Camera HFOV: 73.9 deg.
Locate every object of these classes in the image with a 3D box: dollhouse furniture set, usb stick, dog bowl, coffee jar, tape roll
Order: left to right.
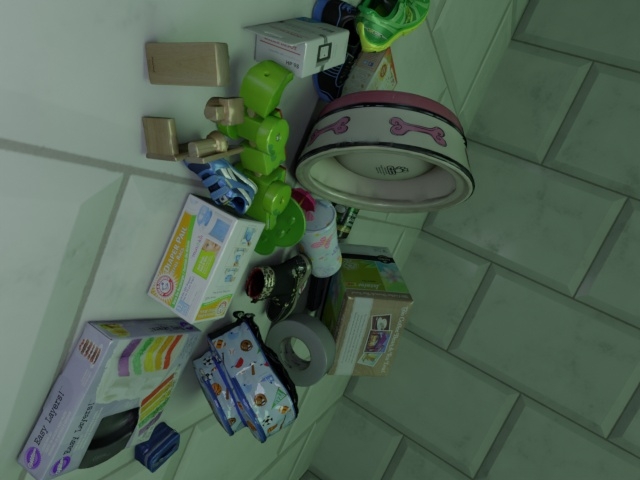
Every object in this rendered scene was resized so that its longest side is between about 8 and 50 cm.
[{"bbox_3d":[-0.161,-0.198,0.609,0.123,0.144,0.151,-39,134,-56],"label":"dollhouse furniture set"},{"bbox_3d":[-0.063,0.342,1.338,0.072,0.219,0.219,-24,137,-60],"label":"tape roll"},{"bbox_3d":[-0.006,0.131,1.463,0.077,0.045,0.278,-43,151,-46],"label":"usb stick"},{"bbox_3d":[0.076,-0.093,1.343,0.185,0.079,0.096,-66,159,9],"label":"coffee jar"},{"bbox_3d":[0.149,-0.194,0.994,0.408,0.407,0.151,44,53,-68],"label":"dog bowl"}]

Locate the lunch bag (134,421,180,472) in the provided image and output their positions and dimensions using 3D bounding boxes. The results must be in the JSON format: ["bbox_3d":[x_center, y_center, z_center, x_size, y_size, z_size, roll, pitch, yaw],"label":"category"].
[{"bbox_3d":[-0.372,0.481,0.991,0.098,0.065,0.067,-35,146,-50],"label":"lunch bag"}]

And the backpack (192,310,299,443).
[{"bbox_3d":[-0.172,0.350,1.032,0.213,0.263,0.277,-37,151,-18],"label":"backpack"}]

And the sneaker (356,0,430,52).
[{"bbox_3d":[0.176,-0.549,0.992,0.296,0.109,0.124,-51,160,-28],"label":"sneaker"}]

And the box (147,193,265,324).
[{"bbox_3d":[-0.207,0.034,0.778,0.203,0.114,0.103,-66,160,6],"label":"box"}]

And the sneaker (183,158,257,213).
[{"bbox_3d":[-0.168,-0.097,0.721,0.144,0.053,0.059,32,57,-37],"label":"sneaker"}]

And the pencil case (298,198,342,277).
[{"bbox_3d":[0.000,0.000,1.220,0.124,0.113,0.273,-33,150,-12],"label":"pencil case"}]

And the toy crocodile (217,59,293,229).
[{"bbox_3d":[-0.106,-0.156,0.789,0.105,0.115,0.341,-47,154,-38],"label":"toy crocodile"}]

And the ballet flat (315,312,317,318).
[{"bbox_3d":[0.017,0.274,1.677,0.057,0.052,0.168,-37,148,-52],"label":"ballet flat"}]

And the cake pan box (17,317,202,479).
[{"bbox_3d":[-0.362,0.271,0.768,0.267,0.070,0.245,-63,157,0],"label":"cake pan box"}]

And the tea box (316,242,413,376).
[{"bbox_3d":[0.133,0.232,1.458,0.324,0.219,0.329,-105,-157,-59],"label":"tea box"}]

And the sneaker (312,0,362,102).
[{"bbox_3d":[0.039,-0.381,0.894,0.081,0.090,0.232,-53,157,-25],"label":"sneaker"}]

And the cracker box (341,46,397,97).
[{"bbox_3d":[0.113,-0.372,1.115,0.232,0.067,0.155,-62,158,-6],"label":"cracker box"}]

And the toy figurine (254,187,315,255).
[{"bbox_3d":[-0.077,-0.058,1.010,0.173,0.130,0.159,-50,178,31],"label":"toy figurine"}]

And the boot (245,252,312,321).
[{"bbox_3d":[-0.135,0.141,1.138,0.178,0.085,0.237,-11,137,-51],"label":"boot"}]

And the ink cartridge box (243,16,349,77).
[{"bbox_3d":[-0.041,-0.337,0.742,0.180,0.104,0.060,-41,151,-44],"label":"ink cartridge box"}]

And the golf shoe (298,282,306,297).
[{"bbox_3d":[-0.071,0.107,1.260,0.086,0.067,0.186,-44,161,-50],"label":"golf shoe"}]
